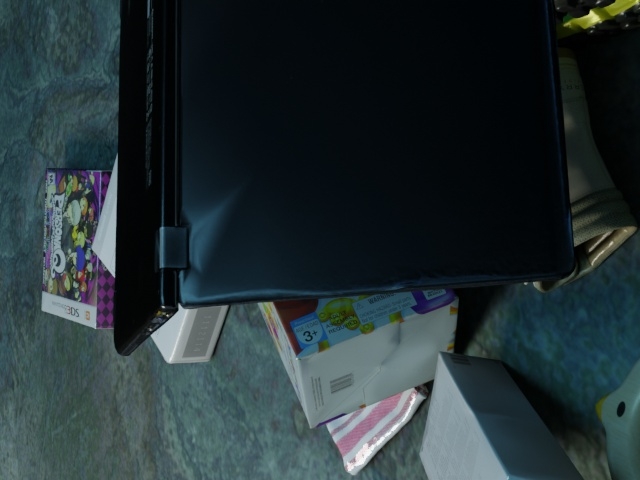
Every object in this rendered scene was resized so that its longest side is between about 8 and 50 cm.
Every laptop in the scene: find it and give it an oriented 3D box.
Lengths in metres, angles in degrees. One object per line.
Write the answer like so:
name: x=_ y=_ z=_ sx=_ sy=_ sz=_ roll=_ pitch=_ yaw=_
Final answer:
laptop: x=-0.022 y=-0.120 z=0.823 sx=0.408 sy=0.236 sz=0.382 roll=143 pitch=128 yaw=-67

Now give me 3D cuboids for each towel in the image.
towel: x=0.024 y=0.118 z=1.030 sx=0.144 sy=0.029 sz=0.197 roll=-58 pitch=47 yaw=38

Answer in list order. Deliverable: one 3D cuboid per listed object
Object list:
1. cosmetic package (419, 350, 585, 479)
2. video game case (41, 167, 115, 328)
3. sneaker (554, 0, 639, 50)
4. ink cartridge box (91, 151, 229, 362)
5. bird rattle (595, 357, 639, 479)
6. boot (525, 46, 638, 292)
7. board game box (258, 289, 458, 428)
cosmetic package: x=0.128 y=0.170 z=0.768 sx=0.239 sy=0.060 sz=0.099 roll=-106 pitch=27 yaw=-76
video game case: x=-0.365 y=0.006 z=1.560 sx=0.210 sy=0.042 sz=0.232 roll=8 pitch=96 yaw=53
sneaker: x=0.222 y=-0.235 z=0.667 sx=0.343 sy=0.134 sz=0.146 roll=-12 pitch=79 yaw=54
ink cartridge box: x=-0.178 y=-0.042 z=1.280 sx=0.261 sy=0.066 sz=0.296 roll=47 pitch=126 yaw=43
bird rattle: x=0.256 y=0.132 z=0.633 sx=0.253 sy=0.143 sz=0.207 roll=-55 pitch=32 yaw=34
boot: x=0.146 y=-0.032 z=0.824 sx=0.213 sy=0.077 sz=0.165 roll=-38 pitch=62 yaw=48
board game box: x=0.000 y=0.000 z=0.926 sx=0.144 sy=0.142 sz=0.275 roll=83 pitch=163 yaw=-57
